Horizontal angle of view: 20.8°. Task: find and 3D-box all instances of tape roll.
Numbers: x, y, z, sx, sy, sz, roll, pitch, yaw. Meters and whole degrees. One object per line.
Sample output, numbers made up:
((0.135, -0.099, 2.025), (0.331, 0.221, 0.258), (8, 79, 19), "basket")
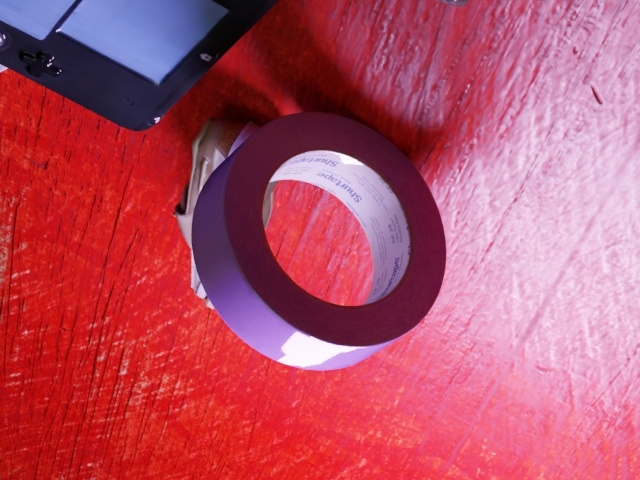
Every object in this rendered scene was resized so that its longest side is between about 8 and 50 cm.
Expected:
((0.000, 0.000, 1.921), (0.275, 0.275, 0.090), (37, 147, -11), "tape roll")

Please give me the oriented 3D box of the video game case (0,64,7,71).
((-0.474, -0.268, 2.159), (0.183, 0.023, 0.201), (45, 145, -23), "video game case")

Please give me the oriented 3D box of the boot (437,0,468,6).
((0.095, -0.275, 1.700), (0.114, 0.037, 0.106), (16, 152, 21), "boot")

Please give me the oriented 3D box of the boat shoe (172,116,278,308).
((-0.120, -0.039, 2.124), (0.103, 0.113, 0.302), (28, 136, 6), "boat shoe")

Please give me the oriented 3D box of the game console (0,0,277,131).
((-0.249, -0.276, 1.840), (0.342, 0.060, 0.386), (31, 144, -17), "game console")
